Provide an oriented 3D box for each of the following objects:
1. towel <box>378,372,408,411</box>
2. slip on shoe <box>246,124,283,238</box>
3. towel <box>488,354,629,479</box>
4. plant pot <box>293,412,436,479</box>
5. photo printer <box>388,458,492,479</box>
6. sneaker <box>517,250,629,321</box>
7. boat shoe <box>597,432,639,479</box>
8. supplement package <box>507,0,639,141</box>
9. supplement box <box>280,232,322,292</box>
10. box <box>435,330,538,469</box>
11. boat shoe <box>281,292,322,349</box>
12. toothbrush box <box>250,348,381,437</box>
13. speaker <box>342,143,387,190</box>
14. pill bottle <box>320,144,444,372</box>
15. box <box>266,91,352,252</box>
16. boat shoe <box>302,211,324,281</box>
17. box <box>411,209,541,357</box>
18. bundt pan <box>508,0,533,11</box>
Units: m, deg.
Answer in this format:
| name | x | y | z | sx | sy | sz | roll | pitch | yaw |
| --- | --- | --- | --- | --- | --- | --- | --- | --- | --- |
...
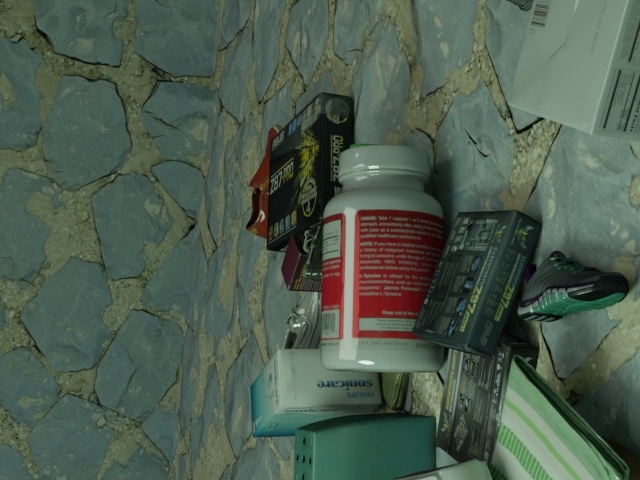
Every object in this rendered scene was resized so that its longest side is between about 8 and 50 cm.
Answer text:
| name | x | y | z | sx | sy | sz | roll | pitch | yaw |
| --- | --- | --- | --- | --- | --- | --- | --- | --- | --- |
| towel | 0.147 | 0.263 | 1.816 | 0.110 | 0.027 | 0.148 | -146 | 63 | -67 |
| slip on shoe | -0.151 | -0.169 | 2.563 | 0.123 | 0.101 | 0.331 | -156 | 73 | -69 |
| towel | 0.310 | 0.361 | 1.243 | 0.248 | 0.038 | 0.325 | -129 | 36 | -50 |
| plant pot | 0.076 | 0.412 | 1.683 | 0.166 | 0.234 | 0.165 | 162 | 111 | -66 |
| photo printer | 0.208 | 0.503 | 1.362 | 0.256 | 0.107 | 0.307 | 134 | 123 | -65 |
| sneaker | 0.351 | 0.052 | 1.273 | 0.223 | 0.083 | 0.098 | 147 | 129 | -65 |
| boat shoe | 0.372 | 0.300 | 1.204 | 0.170 | 0.063 | 0.059 | -143 | 45 | -63 |
| supplement package | 0.384 | -0.276 | 1.160 | 0.204 | 0.145 | 0.262 | -136 | 54 | -63 |
| supplement box | 0.019 | 0.053 | 1.962 | 0.081 | 0.188 | 0.104 | -113 | 34 | -50 |
| box | 0.269 | 0.261 | 1.467 | 0.183 | 0.056 | 0.231 | -156 | 72 | -68 |
| boat shoe | -0.046 | 0.210 | 2.236 | 0.095 | 0.084 | 0.258 | -130 | 48 | -61 |
| toothbrush box | -0.019 | 0.333 | 1.929 | 0.295 | 0.216 | 0.126 | 123 | 146 | -62 |
| speaker | 0.104 | -0.047 | 1.851 | 0.131 | 0.131 | 0.296 | -174 | 89 | -69 |
| pill bottle | 0.117 | 0.039 | 1.663 | 0.229 | 0.229 | 0.408 | 160 | 114 | -67 |
| box | -0.032 | -0.159 | 2.263 | 0.395 | 0.097 | 0.318 | 153 | 122 | -66 |
| boat shoe | 0.000 | 0.000 | 1.860 | 0.219 | 0.070 | 0.078 | -83 | -4 | -51 |
| box | 0.252 | 0.066 | 1.458 | 0.233 | 0.059 | 0.183 | -69 | 19 | -8 |
| bundt pan | 0.297 | -0.523 | 1.343 | 0.331 | 0.124 | 0.331 | -168 | 90 | -86 |
